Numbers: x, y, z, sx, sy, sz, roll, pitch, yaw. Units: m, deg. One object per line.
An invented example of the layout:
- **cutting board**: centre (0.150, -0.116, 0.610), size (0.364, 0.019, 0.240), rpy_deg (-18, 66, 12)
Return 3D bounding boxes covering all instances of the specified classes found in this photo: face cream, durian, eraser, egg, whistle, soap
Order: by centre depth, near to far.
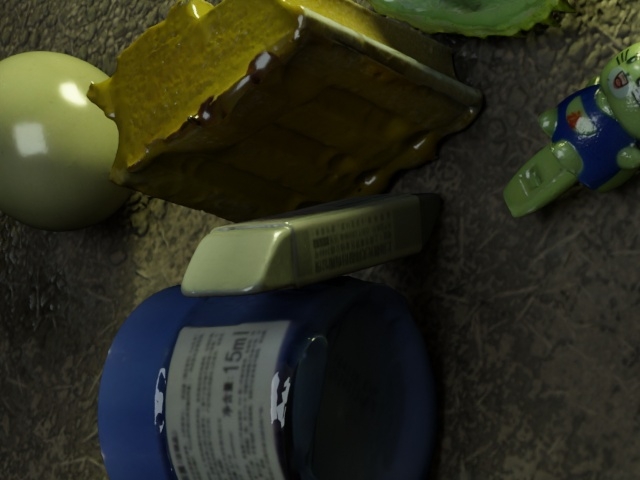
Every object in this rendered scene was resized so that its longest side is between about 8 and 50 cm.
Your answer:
- **whistle**: centre (0.247, -0.098, 1.705), size (0.227, 0.085, 0.105), rpy_deg (-38, 52, 26)
- **eraser**: centre (0.000, 0.000, 1.729), size (0.089, 0.352, 0.061), rpy_deg (-4, 95, 31)
- **face cream**: centre (-0.041, 0.158, 1.769), size (0.225, 0.249, 0.249), rpy_deg (-2, 76, 38)
- **durian**: centre (0.127, -0.278, 1.804), size (0.355, 0.169, 0.157), rpy_deg (2, 79, 46)
- **soap**: centre (-0.029, -0.125, 1.817), size (0.259, 0.281, 0.143), rpy_deg (-34, 55, 27)
- **egg**: centre (-0.293, -0.109, 2.102), size (0.242, 0.186, 0.186), rpy_deg (35, 101, 46)
